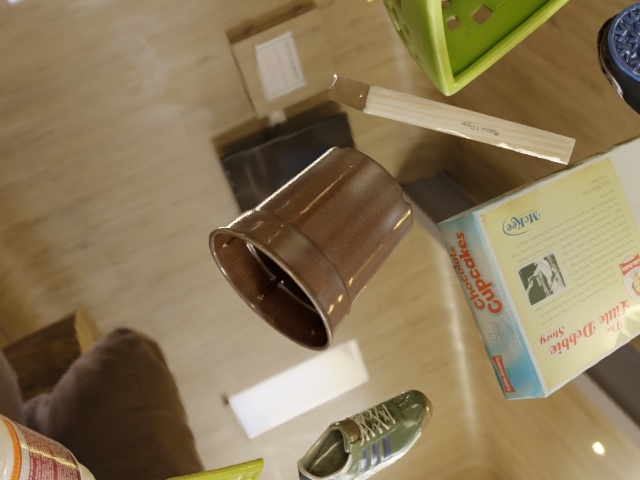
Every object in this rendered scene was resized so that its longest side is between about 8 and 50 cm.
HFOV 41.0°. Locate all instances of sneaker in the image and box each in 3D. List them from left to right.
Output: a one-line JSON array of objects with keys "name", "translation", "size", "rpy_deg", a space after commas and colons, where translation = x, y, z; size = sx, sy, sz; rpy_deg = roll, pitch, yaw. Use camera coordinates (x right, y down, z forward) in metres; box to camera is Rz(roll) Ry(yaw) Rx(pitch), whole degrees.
[{"name": "sneaker", "translation": [0.052, 0.247, 1.063], "size": [0.064, 0.192, 0.086], "rpy_deg": [49, -2, 42]}, {"name": "sneaker", "translation": [0.316, -0.101, 0.668], "size": [0.232, 0.081, 0.090], "rpy_deg": [41, 10, 4]}]

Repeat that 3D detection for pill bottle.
[{"name": "pill bottle", "translation": [-0.568, 0.449, 1.545], "size": [0.224, 0.224, 0.392], "rpy_deg": [61, -2, 29]}]

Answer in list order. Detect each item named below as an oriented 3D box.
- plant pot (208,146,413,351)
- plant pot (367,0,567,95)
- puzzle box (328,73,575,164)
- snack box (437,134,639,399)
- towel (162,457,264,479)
[{"name": "plant pot", "translation": [0.000, 0.000, 0.893], "size": [0.167, 0.165, 0.167], "rpy_deg": [36, -25, 20]}, {"name": "plant pot", "translation": [0.152, -0.344, 0.971], "size": [0.207, 0.227, 0.228], "rpy_deg": [50, -3, 23]}, {"name": "puzzle box", "translation": [0.236, -0.232, 1.623], "size": [0.272, 0.409, 0.052], "rpy_deg": [-130, -127, -71]}, {"name": "snack box", "translation": [0.280, 0.014, 0.892], "size": [0.060, 0.322, 0.187], "rpy_deg": [-20, -88, 56]}, {"name": "towel", "translation": [-0.141, 0.254, 0.768], "size": [0.021, 0.102, 0.237], "rpy_deg": [38, 16, 29]}]
